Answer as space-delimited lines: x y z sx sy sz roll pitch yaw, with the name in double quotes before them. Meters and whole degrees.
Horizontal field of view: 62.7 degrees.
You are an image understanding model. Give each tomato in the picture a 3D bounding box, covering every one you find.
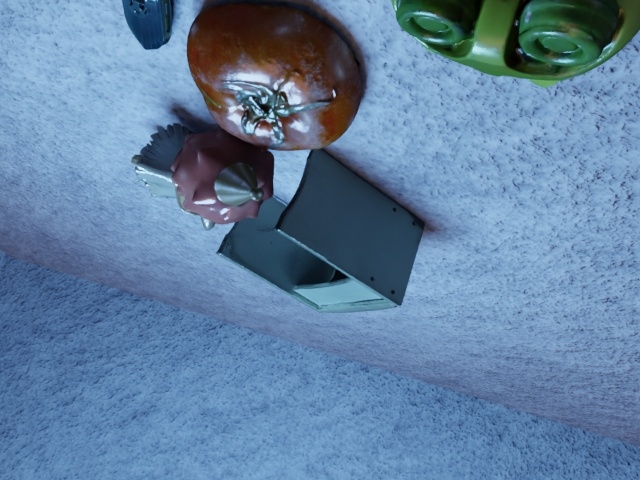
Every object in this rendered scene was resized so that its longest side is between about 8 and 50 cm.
"tomato" -0.068 -0.193 0.676 0.236 0.095 0.237 17 156 8

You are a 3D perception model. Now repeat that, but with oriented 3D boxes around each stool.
"stool" 0.000 0.000 0.949 0.269 0.170 0.243 33 154 -25

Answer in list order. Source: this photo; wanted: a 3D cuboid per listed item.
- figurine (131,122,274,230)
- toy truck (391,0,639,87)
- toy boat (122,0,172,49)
"figurine" -0.171 -0.094 0.830 0.206 0.166 0.386 -1 -165 -40
"toy truck" 0.150 -0.203 0.431 0.186 0.148 0.210 18 -178 1
"toy boat" -0.213 -0.281 0.655 0.055 0.060 0.141 23 164 -8
